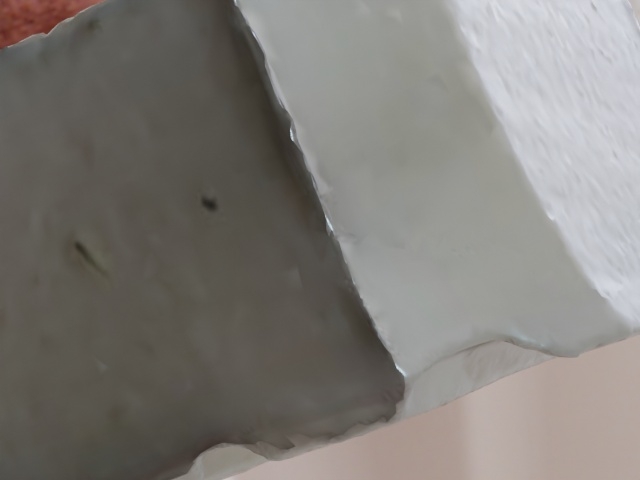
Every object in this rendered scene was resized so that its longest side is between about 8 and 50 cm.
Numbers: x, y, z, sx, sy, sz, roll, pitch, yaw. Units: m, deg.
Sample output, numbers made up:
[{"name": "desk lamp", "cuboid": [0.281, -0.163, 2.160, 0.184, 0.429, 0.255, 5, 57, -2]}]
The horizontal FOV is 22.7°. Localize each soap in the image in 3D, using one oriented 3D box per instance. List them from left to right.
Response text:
[{"name": "soap", "cuboid": [0.000, 0.000, 0.836, 0.435, 0.350, 0.213, -8, 80, -63]}]
